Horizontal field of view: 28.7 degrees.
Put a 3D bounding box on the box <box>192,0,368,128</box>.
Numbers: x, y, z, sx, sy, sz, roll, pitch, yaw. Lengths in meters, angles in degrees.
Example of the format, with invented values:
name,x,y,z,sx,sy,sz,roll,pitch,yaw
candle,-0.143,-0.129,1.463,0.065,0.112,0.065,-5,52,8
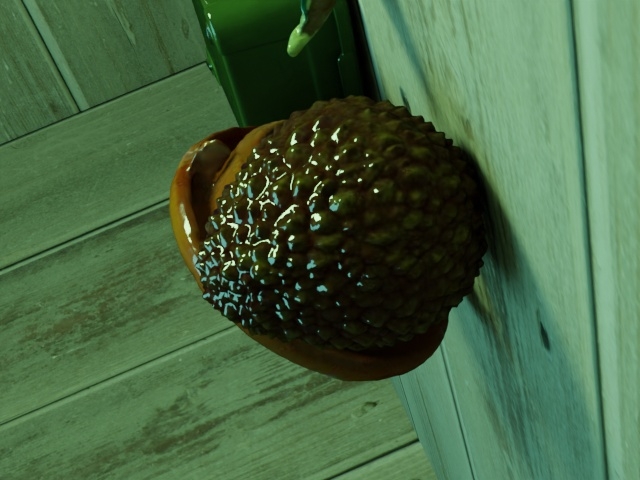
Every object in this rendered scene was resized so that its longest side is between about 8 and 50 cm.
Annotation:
name,x,y,z,sx,sy,sz,roll,pitch,yaw
box,-0.062,-0.259,1.550,0.329,0.177,0.253,72,173,-57

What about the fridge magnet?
name,x,y,z,sx,sy,sz,roll,pitch,yaw
fridge magnet,0.000,0.000,1.426,0.155,0.363,0.364,-51,49,34

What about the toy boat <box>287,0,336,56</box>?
name,x,y,z,sx,sy,sz,roll,pitch,yaw
toy boat,-0.021,-0.324,1.195,0.108,0.099,0.293,84,170,-82

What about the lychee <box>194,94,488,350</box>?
name,x,y,z,sx,sy,sz,roll,pitch,yaw
lychee,0.011,-0.006,1.168,0.271,0.271,0.271,157,90,-87
